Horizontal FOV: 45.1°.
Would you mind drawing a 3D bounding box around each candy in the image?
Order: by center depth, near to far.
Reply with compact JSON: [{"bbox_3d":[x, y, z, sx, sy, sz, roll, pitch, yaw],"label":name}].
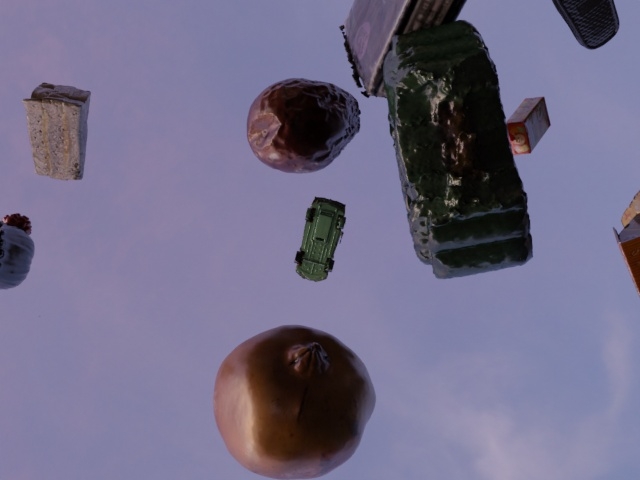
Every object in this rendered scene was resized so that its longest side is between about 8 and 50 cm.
[{"bbox_3d":[0.371,-0.206,1.375,0.122,0.038,0.062,-46,-57,-44],"label":"candy"}]

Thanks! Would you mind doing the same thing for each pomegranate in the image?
[{"bbox_3d":[-0.035,0.207,1.001,0.209,0.209,0.209,2,-96,-20],"label":"pomegranate"}]

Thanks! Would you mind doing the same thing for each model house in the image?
[{"bbox_3d":[0.599,0.016,1.357,0.136,0.207,0.219,-39,-69,-28],"label":"model house"}]

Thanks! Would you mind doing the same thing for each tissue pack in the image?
[{"bbox_3d":[0.160,-0.435,1.261,0.122,0.361,0.259,10,-138,-19],"label":"tissue pack"}]

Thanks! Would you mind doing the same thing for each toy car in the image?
[{"bbox_3d":[0.000,0.000,1.113,0.059,0.035,0.121,14,-72,0],"label":"toy car"}]

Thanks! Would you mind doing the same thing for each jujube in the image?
[{"bbox_3d":[-0.021,-0.206,1.366,0.236,0.168,0.168,-21,-88,-48],"label":"jujube"}]

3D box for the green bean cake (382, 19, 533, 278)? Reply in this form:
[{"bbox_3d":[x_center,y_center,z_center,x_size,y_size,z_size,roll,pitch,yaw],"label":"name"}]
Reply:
[{"bbox_3d":[0.194,-0.134,1.155,0.169,0.300,0.307,-12,-51,3],"label":"green bean cake"}]

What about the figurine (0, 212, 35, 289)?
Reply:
[{"bbox_3d":[-0.545,0.008,1.250,0.110,0.245,0.137,26,-96,5],"label":"figurine"}]

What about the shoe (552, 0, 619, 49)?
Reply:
[{"bbox_3d":[0.259,-0.255,0.775,0.062,0.053,0.159,-32,-39,15],"label":"shoe"}]

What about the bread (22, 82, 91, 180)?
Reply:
[{"bbox_3d":[-0.373,-0.141,1.091,0.078,0.105,0.152,7,-65,-10],"label":"bread"}]
